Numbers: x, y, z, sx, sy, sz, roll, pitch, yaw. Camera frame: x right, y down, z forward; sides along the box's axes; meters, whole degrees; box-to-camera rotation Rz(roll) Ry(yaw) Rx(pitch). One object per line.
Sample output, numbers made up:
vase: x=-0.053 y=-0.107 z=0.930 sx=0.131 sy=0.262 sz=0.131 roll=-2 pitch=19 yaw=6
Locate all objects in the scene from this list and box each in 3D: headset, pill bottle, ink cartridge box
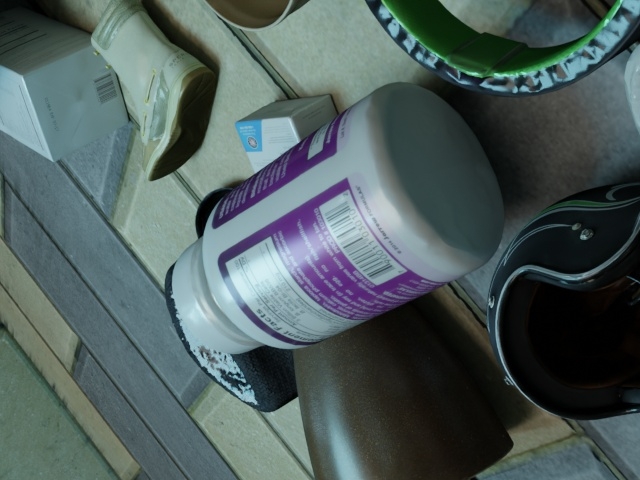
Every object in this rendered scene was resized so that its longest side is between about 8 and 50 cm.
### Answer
headset: x=0.085 y=-0.257 z=0.429 sx=0.243 sy=0.185 sz=0.394 roll=28 pitch=137 yaw=36
pill bottle: x=0.000 y=0.000 z=0.728 sx=0.301 sy=0.169 sz=0.169 roll=-29 pitch=96 yaw=39
ink cartridge box: x=-0.011 y=-0.060 z=0.865 sx=0.104 sy=0.060 sz=0.180 roll=5 pitch=124 yaw=50

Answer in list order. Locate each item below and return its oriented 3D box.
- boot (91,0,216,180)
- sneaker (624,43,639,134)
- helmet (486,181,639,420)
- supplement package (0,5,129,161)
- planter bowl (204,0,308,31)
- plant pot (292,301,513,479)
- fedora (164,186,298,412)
boot: x=-0.220 y=-0.188 z=1.009 sx=0.165 sy=0.077 sz=0.213 roll=47 pitch=143 yaw=11
sneaker: x=0.289 y=-0.087 z=0.397 sx=0.321 sy=0.127 sz=0.126 roll=-154 pitch=41 yaw=-77
helmet: x=0.203 y=0.042 z=0.570 sx=0.169 sy=0.169 sz=0.161 roll=56 pitch=144 yaw=-3
supplement package: x=-0.417 y=-0.236 z=1.169 sx=0.244 sy=0.134 sz=0.139 roll=28 pitch=140 yaw=36
planter bowl: x=-0.038 y=-0.269 z=0.656 sx=0.162 sy=0.109 sz=0.162 roll=34 pitch=144 yaw=30
plant pot: x=0.061 y=0.153 z=0.867 sx=0.215 sy=0.215 sz=0.230 roll=-38 pitch=72 yaw=59
fedora: x=-0.091 y=0.102 z=1.040 sx=0.334 sy=0.152 sz=0.334 roll=34 pitch=144 yaw=30
